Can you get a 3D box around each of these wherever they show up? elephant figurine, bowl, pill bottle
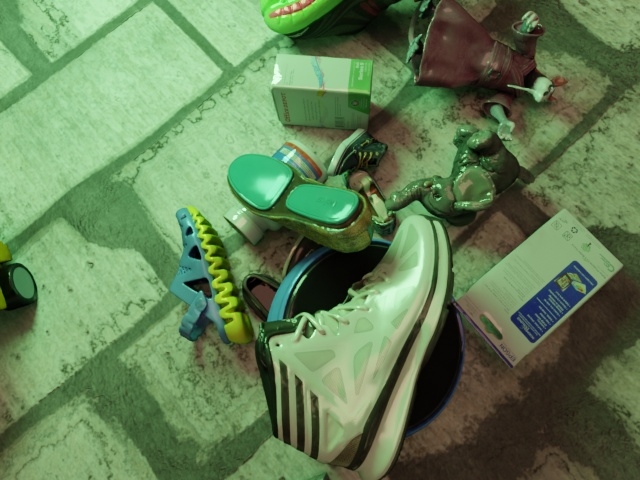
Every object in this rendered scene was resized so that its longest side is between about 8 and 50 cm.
[{"bbox_3d":[0.290,-0.104,1.012,0.186,0.169,0.239,26,79,45],"label":"elephant figurine"},{"bbox_3d":[0.094,0.181,0.909,0.390,0.077,0.392,4,73,-14],"label":"bowl"},{"bbox_3d":[-0.098,-0.099,1.032,0.124,0.124,0.221,41,78,13],"label":"pill bottle"}]

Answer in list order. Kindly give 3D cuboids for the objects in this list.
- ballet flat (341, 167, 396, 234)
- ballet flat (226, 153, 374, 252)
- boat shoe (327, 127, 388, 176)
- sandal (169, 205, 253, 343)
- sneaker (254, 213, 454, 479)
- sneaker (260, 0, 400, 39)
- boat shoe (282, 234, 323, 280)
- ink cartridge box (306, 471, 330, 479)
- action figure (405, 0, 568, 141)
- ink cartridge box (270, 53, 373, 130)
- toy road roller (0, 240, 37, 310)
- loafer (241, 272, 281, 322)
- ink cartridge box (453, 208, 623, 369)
[{"bbox_3d":[0.109,-0.100,1.054,0.070,0.070,0.188,-32,75,-7],"label":"ballet flat"},{"bbox_3d":[-0.043,-0.065,0.886,0.348,0.123,0.123,25,74,39],"label":"ballet flat"},{"bbox_3d":[0.085,-0.182,1.047,0.083,0.065,0.183,29,46,8],"label":"boat shoe"},{"bbox_3d":[-0.251,0.077,0.993,0.138,0.126,0.318,-21,73,1],"label":"sandal"},{"bbox_3d":[0.045,0.124,0.780,0.257,0.169,0.448,23,72,-10],"label":"sneaker"},{"bbox_3d":[0.098,-0.600,1.117,0.482,0.202,0.185,-13,92,9],"label":"sneaker"},{"bbox_3d":[0.000,0.000,1.020,0.068,0.081,0.228,28,74,14],"label":"boat shoe"},{"bbox_3d":[-0.047,0.480,0.868,0.150,0.109,0.063,-22,70,-4],"label":"ink cartridge box"},{"bbox_3d":[0.371,-0.388,1.098,0.370,0.276,0.248,19,110,-9],"label":"action figure"},{"bbox_3d":[0.006,-0.327,1.077,0.212,0.154,0.093,4,74,4],"label":"ink cartridge box"},{"bbox_3d":[-0.733,0.059,0.914,0.202,0.329,0.241,-19,96,-2],"label":"toy road roller"},{"bbox_3d":[-0.041,0.170,0.965,0.302,0.095,0.109,36,79,12],"label":"loafer"},{"bbox_3d":[0.428,0.094,0.969,0.332,0.065,0.165,-35,76,-14],"label":"ink cartridge box"}]
